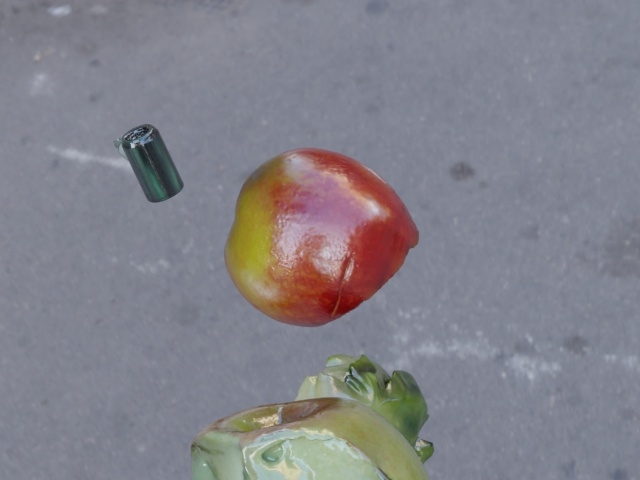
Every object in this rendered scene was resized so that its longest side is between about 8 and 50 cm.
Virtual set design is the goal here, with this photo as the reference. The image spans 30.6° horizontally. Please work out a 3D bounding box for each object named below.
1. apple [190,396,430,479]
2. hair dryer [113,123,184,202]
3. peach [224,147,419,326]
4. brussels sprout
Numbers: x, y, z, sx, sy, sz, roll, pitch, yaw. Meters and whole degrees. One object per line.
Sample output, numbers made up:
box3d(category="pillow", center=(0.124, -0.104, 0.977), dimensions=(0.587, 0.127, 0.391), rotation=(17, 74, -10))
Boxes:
box3d(category="apple", center=(-0.003, 0.208, 0.858), dimensions=(0.207, 0.188, 0.174), rotation=(1, 6, 42))
box3d(category="hair dryer", center=(-0.263, -0.125, 1.660), dimensions=(0.057, 0.100, 0.198), rotation=(-31, 27, -18))
box3d(category="peach", center=(0.000, 0.000, 1.211), dimensions=(0.192, 0.190, 0.190), rotation=(22, 58, 10))
box3d(category="brussels sprout", center=(0.041, 0.183, 1.152), dimensions=(0.100, 0.181, 0.139), rotation=(8, 74, 27))
